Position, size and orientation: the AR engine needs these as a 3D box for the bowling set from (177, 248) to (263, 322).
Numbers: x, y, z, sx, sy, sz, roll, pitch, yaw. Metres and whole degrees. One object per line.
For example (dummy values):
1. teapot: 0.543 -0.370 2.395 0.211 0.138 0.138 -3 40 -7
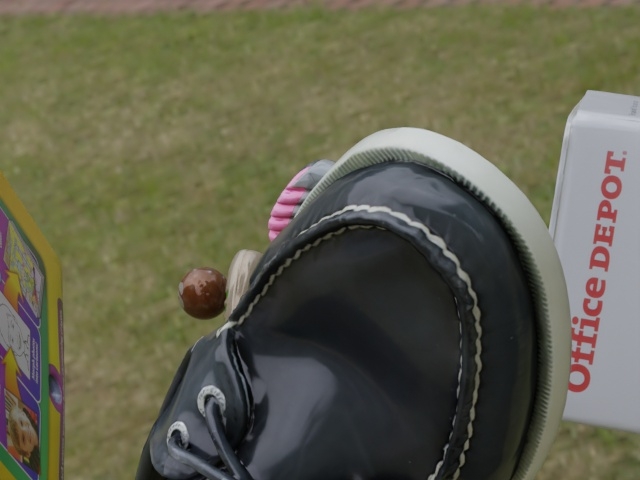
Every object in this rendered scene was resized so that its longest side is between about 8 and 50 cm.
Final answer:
1. bowling set: -0.051 0.107 1.650 0.200 0.287 0.154 -1 63 27

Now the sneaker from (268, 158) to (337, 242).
1. sneaker: 0.000 0.000 0.924 0.047 0.119 0.057 15 38 11

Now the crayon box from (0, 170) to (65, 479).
1. crayon box: -0.330 0.078 1.469 0.106 0.313 0.363 -15 49 9

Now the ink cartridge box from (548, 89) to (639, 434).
1. ink cartridge box: 0.277 0.025 1.047 0.273 0.197 0.114 9 14 9

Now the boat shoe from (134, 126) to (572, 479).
1. boat shoe: -0.015 0.098 0.631 0.113 0.127 0.340 -40 -12 -37
